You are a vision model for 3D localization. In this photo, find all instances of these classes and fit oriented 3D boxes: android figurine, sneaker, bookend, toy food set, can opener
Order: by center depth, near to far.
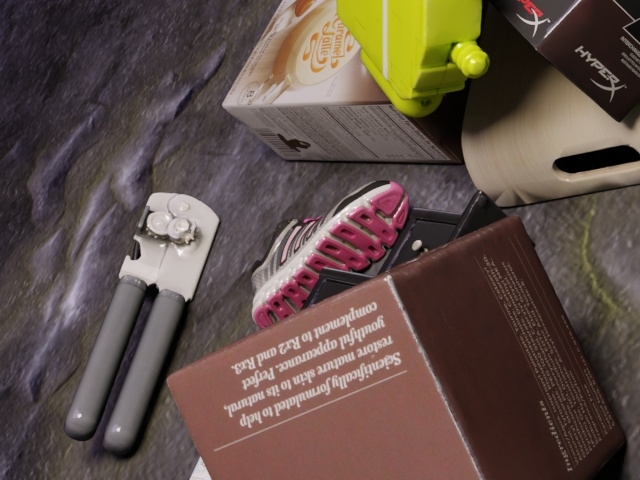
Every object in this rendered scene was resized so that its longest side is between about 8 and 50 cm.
[{"bbox_3d":[0.058,-0.210,0.995,0.056,0.248,0.273,-12,33,-15],"label":"android figurine"},{"bbox_3d":[0.056,0.039,1.051,0.156,0.072,0.157,11,65,53],"label":"bookend"},{"bbox_3d":[0.241,-0.179,1.059,0.219,0.092,0.306,-10,58,43],"label":"toy food set"},{"bbox_3d":[0.000,0.000,1.161,0.170,0.063,0.075,-44,40,17],"label":"sneaker"},{"bbox_3d":[-0.166,0.073,1.292,0.093,0.074,0.280,117,171,-54],"label":"can opener"}]

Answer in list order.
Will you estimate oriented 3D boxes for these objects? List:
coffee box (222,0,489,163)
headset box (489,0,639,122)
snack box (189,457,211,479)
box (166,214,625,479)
[{"bbox_3d":[0.043,-0.152,1.231,0.246,0.098,0.141,4,61,51],"label":"coffee box"},{"bbox_3d":[0.234,-0.264,0.959,0.293,0.110,0.218,-47,39,14],"label":"headset box"},{"bbox_3d":[-0.034,0.160,1.009,0.037,0.100,0.141,-3,55,48],"label":"snack box"},{"bbox_3d":[0.053,0.104,0.829,0.168,0.167,0.203,-26,-3,30],"label":"box"}]
